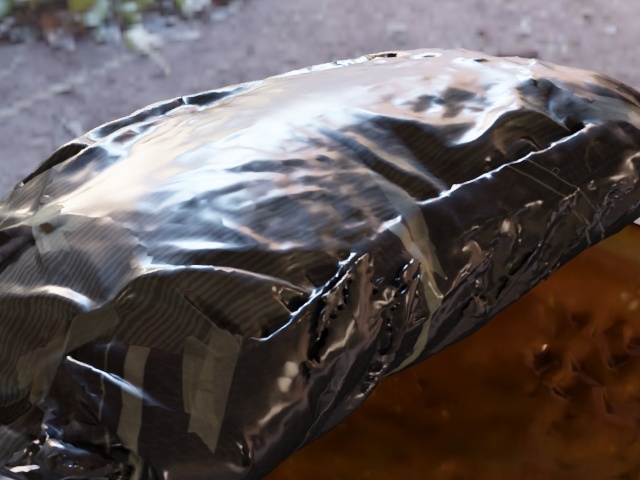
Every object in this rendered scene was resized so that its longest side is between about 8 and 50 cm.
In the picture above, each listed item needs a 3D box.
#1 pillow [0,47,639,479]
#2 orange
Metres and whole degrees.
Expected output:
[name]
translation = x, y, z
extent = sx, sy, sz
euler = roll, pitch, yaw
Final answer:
[pillow]
translation = 0.000, 0.000, 0.621
extent = 0.161, 0.092, 0.335
euler = 19, 31, 35
[orange]
translation = 0.082, 0.141, 0.700
extent = 0.274, 0.310, 0.274
euler = -6, 2, 0
